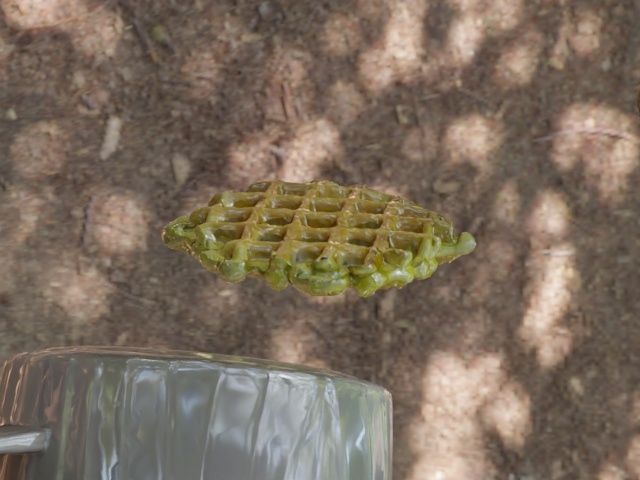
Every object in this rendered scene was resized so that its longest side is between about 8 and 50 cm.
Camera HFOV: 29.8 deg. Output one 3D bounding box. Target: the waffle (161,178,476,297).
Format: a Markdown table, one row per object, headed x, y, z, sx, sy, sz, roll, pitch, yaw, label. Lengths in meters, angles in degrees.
| x | y | z | sx | sy | sz | roll | pitch | yaw | label |
| --- | --- | --- | --- | --- | --- | --- | --- | --- | --- |
| 0.000 | 0.000 | 1.028 | 0.243 | 0.238 | 0.058 | -13 | 113 | -37 | waffle |

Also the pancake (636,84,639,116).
| x | y | z | sx | sy | sz | roll | pitch | yaw | label |
| --- | --- | --- | --- | --- | --- | --- | --- | --- | --- |
| 0.351 | -0.115 | 1.186 | 0.023 | 0.129 | 0.116 | -33 | 95 | -2 | pancake |

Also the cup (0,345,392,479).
| x | y | z | sx | sy | sz | roll | pitch | yaw | label |
| --- | --- | --- | --- | --- | --- | --- | --- | --- | --- |
| -0.102 | 0.193 | 0.581 | 0.288 | 0.208 | 0.273 | 9 | 78 | -16 | cup |
